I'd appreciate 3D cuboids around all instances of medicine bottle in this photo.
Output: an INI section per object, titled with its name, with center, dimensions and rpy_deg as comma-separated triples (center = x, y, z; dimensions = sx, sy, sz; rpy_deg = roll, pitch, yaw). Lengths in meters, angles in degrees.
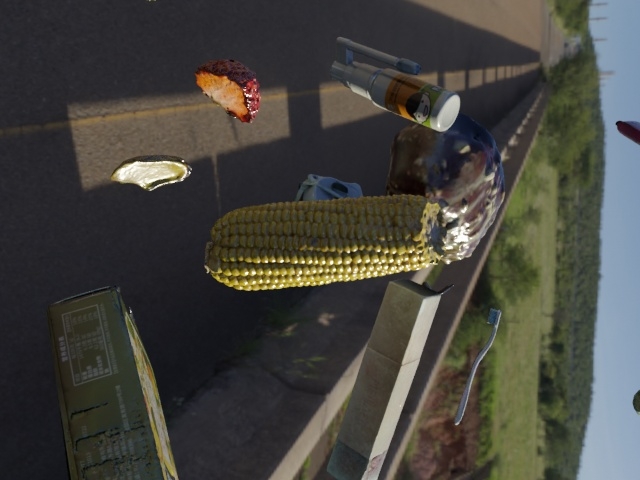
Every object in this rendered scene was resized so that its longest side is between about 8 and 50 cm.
[medicine bottle]
center = 0.107, -0.245, 0.994
dimensions = 0.061, 0.220, 0.092
rpy_deg = -39, 143, -32

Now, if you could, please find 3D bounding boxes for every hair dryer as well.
[hair dryer]
center = 0.312, 0.128, 1.714
dimensions = 0.031, 0.083, 0.079
rpy_deg = 52, 17, -40

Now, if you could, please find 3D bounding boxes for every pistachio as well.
[pistachio]
center = -0.358, -0.147, 1.357
dimensions = 0.173, 0.049, 0.089
rpy_deg = -5, 139, -35

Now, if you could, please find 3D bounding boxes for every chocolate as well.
[chocolate]
center = 0.250, -0.087, 1.351
dimensions = 0.210, 0.225, 0.340
rpy_deg = -67, 151, -26

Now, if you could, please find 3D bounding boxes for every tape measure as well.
[tape measure]
center = 0.030, -0.060, 1.470
dimensions = 0.182, 0.107, 0.181
rpy_deg = 10, 50, -44

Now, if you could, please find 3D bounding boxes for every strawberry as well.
[strawberry]
center = -0.205, -0.396, 1.612
dimensions = 0.190, 0.236, 0.111
rpy_deg = 43, 76, -16

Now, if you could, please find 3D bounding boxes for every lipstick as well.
[lipstick]
center = 0.109, 0.253, 1.136
dimensions = 0.080, 0.076, 0.371
rpy_deg = 0, 111, -56

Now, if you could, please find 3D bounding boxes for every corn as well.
[corn]
center = 0.000, 0.000, 1.019
dimensions = 0.144, 0.387, 0.144
rpy_deg = -7, 90, -75

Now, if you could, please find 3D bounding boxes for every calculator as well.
[calculator]
center = 0.525, -0.131, 0.968
dimensions = 0.190, 0.126, 0.034
rpy_deg = 8, 119, -48

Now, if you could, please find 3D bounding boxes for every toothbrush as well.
[toothbrush]
center = 0.165, 0.134, 0.683
dimensions = 0.011, 0.013, 0.131
rpy_deg = 6, 103, -65

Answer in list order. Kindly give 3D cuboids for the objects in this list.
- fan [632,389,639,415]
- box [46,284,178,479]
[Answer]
[fan]
center = 0.512, 0.220, 0.860
dimensions = 0.016, 0.193, 0.038
rpy_deg = 31, 64, -32
[box]
center = -0.351, 0.351, 1.162
dimensions = 0.373, 0.138, 0.420
rpy_deg = 96, -25, -55
